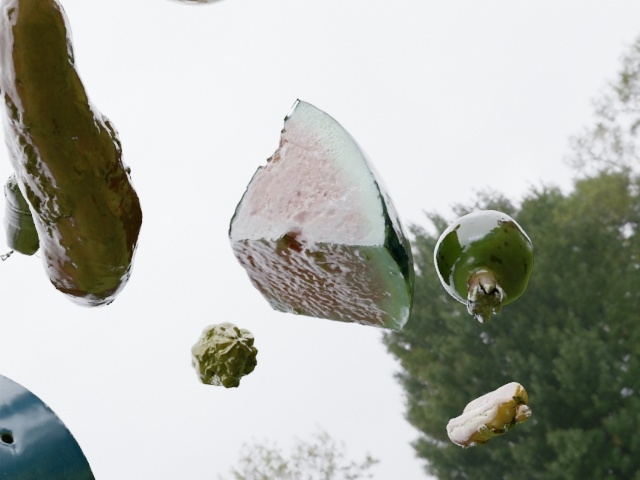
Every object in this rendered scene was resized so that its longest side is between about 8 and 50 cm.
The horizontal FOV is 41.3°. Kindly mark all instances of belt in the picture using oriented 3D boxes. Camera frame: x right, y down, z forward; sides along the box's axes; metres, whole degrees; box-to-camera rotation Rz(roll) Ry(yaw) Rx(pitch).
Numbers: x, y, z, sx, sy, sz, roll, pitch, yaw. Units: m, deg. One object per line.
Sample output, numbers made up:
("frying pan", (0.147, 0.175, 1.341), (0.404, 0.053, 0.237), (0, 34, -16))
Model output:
("belt", (-0.469, 0.318, 1.058), (0.173, 0.436, 0.300), (-18, -73, -50))

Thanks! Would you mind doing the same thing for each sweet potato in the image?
("sweet potato", (-0.207, -0.043, 0.730), (0.095, 0.106, 0.355), (-20, -43, -20))

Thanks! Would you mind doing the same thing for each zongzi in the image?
("zongzi", (-0.451, -0.073, 1.372), (0.178, 0.081, 0.189), (-80, 12, -46))

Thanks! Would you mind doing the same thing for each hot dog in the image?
("hot dog", (0.318, 0.331, 1.589), (0.109, 0.072, 0.269), (-39, -6, -24))

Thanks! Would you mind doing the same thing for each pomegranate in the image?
("pomegranate", (0.181, 0.031, 0.943), (0.142, 0.114, 0.114), (-73, 2, -57))

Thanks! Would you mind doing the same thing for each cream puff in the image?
("cream puff", (-0.178, 0.230, 1.661), (0.146, 0.116, 0.146), (-15, -65, -35))

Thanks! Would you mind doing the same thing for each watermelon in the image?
("watermelon", (0.000, 0.000, 1.006), (0.201, 0.262, 0.213), (-28, -45, -2))

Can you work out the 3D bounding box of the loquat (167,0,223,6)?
("loquat", (-0.192, -0.486, 1.291), (0.263, 0.263, 0.263), (-36, -31, -26))
